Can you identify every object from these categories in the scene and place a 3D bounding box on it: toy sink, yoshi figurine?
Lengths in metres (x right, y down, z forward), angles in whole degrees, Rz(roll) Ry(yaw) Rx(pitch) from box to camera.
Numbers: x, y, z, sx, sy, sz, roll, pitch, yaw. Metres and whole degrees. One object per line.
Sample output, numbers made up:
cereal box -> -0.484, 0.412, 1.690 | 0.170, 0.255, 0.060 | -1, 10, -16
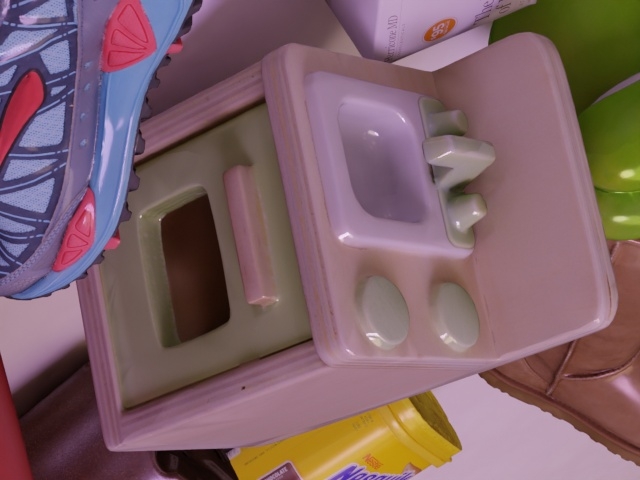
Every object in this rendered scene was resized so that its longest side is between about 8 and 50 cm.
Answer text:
toy sink -> 0.000, 0.000, 0.892 | 0.234, 0.153, 0.131 | -22, 163, 37
yoshi figurine -> 0.234, -0.139, 1.019 | 0.362, 0.204, 0.203 | -33, -162, -28

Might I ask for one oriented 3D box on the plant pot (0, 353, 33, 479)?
plant pot -> -0.248, 0.135, 0.847 | 0.275, 0.243, 0.275 | -24, 154, -13

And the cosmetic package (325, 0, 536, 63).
cosmetic package -> 0.058, -0.180, 0.827 | 0.099, 0.060, 0.239 | -22, 153, -13

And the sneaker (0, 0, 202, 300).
sneaker -> -0.138, -0.078, 0.787 | 0.125, 0.104, 0.262 | 1, 135, -25

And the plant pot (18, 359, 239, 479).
plant pot -> -0.147, 0.166, 1.116 | 0.165, 0.167, 0.167 | -45, 152, 7

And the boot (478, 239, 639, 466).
boot -> 0.218, 0.052, 1.239 | 0.236, 0.089, 0.269 | 17, 151, 5

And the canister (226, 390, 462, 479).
canister -> 0.005, 0.160, 1.343 | 0.170, 0.073, 0.126 | -33, 153, 8
